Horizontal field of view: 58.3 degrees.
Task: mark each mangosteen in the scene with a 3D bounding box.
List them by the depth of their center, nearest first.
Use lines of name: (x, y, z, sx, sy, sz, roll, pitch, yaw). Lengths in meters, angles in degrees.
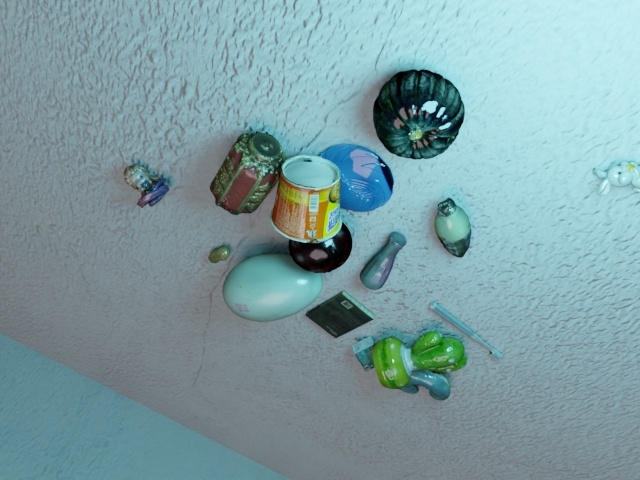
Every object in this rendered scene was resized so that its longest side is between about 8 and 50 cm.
mangosteen: (0.000, 0.000, 1.747, 0.209, 0.210, 0.210, 12, 137, 12)

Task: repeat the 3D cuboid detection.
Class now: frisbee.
frisbee: (0.090, -0.167, 1.642, 0.242, 0.045, 0.242, 12, 138, 11)

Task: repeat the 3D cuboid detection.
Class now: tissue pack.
tissue pack: (0.179, 0.425, 2.187, 0.085, 0.079, 0.111, -28, 123, 5)

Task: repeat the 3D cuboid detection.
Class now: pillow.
pillow: (0.384, 0.551, 2.215, 0.233, 0.086, 0.214, 5, 140, 22)

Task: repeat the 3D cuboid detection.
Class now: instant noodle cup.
instant noodle cup: (-0.033, -0.124, 1.591, 0.213, 0.213, 0.174, 15, 131, 9)

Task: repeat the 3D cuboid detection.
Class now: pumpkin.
pumpkin: (0.231, -0.296, 1.361, 0.220, 0.162, 0.221, 6, 143, 5)

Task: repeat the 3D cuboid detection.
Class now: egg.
egg: (-0.164, 0.156, 1.945, 0.370, 0.230, 0.230, -12, 128, 26)

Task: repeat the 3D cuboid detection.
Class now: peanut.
peanut: (-0.365, 0.053, 2.061, 0.113, 0.054, 0.054, -22, 122, 41)

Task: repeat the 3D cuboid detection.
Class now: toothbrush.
toothbrush: (0.501, 0.312, 1.963, 0.342, 0.025, 0.030, 38, 138, -16)

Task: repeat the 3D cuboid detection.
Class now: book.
book: (0.069, 0.278, 2.117, 0.160, 0.024, 0.228, 39, 136, -16)

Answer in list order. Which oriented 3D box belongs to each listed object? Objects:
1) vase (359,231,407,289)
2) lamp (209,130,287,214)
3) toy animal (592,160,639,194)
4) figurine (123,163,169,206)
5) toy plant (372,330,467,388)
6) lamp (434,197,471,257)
vase: (0.201, 0.061, 1.802, 0.086, 0.086, 0.214, 25, 133, -2)
lamp: (-0.209, -0.190, 1.658, 0.177, 0.177, 0.274, 34, 136, -11)
toy animal: (0.723, -0.154, 1.357, 0.124, 0.071, 0.085, 5, 154, 8)
figurine: (-0.577, -0.179, 1.888, 0.157, 0.126, 0.114, 44, -177, 13)
toy plant: (0.357, 0.412, 2.048, 0.315, 0.185, 0.224, -16, 132, 16)
lamp: (0.377, -0.030, 1.619, 0.101, 0.101, 0.250, -2, 144, 25)
